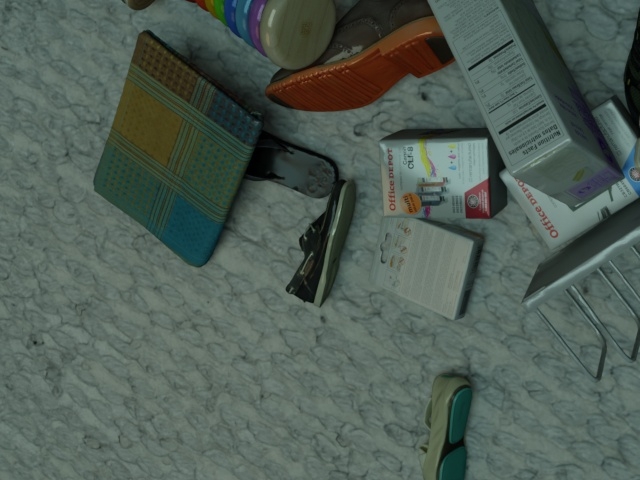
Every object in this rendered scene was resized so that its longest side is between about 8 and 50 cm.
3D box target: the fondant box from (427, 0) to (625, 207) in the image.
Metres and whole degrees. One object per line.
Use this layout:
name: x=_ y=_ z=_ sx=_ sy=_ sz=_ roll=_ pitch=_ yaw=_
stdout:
fondant box: x=0.280 y=-0.225 z=1.420 sx=0.096 sy=0.238 sz=0.330 roll=-30 pitch=67 yaw=25

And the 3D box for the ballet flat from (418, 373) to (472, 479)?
ballet flat: x=0.208 y=0.342 z=1.745 sx=0.086 sy=0.086 sz=0.249 roll=12 pitch=106 yaw=19

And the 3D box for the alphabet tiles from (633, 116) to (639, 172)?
alphabet tiles: x=0.543 y=-0.118 z=1.387 sx=0.278 sy=0.284 sz=0.021 roll=24 pitch=155 yaw=-20

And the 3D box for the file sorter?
file sorter: x=0.468 y=0.055 z=1.499 sx=0.277 sy=0.193 sz=0.173 roll=-37 pitch=91 yaw=25

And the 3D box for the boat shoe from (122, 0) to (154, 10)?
boat shoe: x=-0.283 y=-0.532 z=1.715 sx=0.092 sy=0.103 sz=0.285 roll=28 pitch=108 yaw=19

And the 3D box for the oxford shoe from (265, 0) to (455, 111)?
oxford shoe: x=0.066 y=-0.306 z=1.634 sx=0.363 sy=0.130 sz=0.133 roll=-16 pitch=64 yaw=31

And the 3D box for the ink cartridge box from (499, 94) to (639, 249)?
ink cartridge box: x=0.397 y=-0.101 z=1.545 sx=0.203 sy=0.086 sz=0.148 roll=-36 pitch=88 yaw=25

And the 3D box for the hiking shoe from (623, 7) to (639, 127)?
hiking shoe: x=0.474 y=-0.263 z=1.457 sx=0.086 sy=0.114 sz=0.227 roll=5 pitch=105 yaw=22

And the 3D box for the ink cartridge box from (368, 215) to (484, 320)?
ink cartridge box: x=0.175 y=0.035 z=1.706 sx=0.179 sy=0.045 sz=0.145 roll=25 pitch=113 yaw=35

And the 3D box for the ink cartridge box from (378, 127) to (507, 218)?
ink cartridge box: x=0.193 y=-0.107 z=1.604 sx=0.176 sy=0.127 sz=0.128 roll=1 pitch=104 yaw=23

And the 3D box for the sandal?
sandal: x=-0.095 y=-0.138 z=1.738 sx=0.254 sy=0.054 sz=0.097 roll=13 pitch=109 yaw=11

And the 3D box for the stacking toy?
stacking toy: x=-0.129 y=-0.386 z=1.633 sx=0.330 sy=0.141 sz=0.141 roll=32 pitch=115 yaw=39

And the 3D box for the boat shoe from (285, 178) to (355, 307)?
boat shoe: x=0.000 y=0.000 z=1.735 sx=0.079 sy=0.084 sz=0.233 roll=24 pitch=114 yaw=15

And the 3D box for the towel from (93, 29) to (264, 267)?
towel: x=-0.251 y=-0.147 z=1.764 sx=0.271 sy=0.040 sz=0.370 roll=38 pitch=133 yaw=10
